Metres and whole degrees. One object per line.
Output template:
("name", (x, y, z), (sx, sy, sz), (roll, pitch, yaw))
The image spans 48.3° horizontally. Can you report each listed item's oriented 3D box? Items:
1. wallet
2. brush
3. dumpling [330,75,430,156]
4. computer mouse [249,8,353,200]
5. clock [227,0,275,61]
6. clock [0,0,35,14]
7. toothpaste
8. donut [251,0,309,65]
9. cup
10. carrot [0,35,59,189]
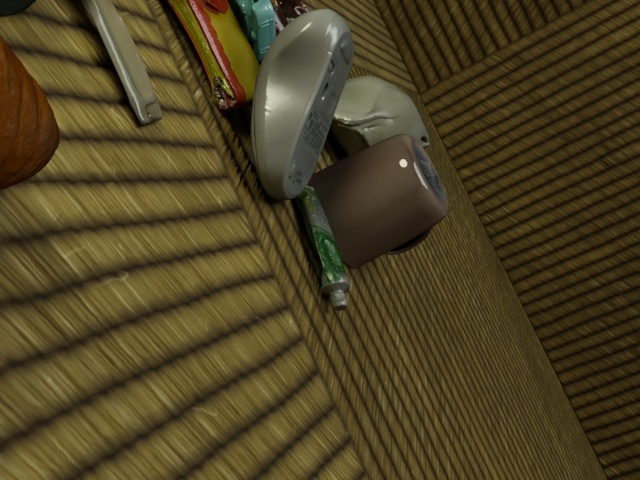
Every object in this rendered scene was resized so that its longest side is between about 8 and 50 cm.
("wallet", (-0.163, -0.321, 1.118), (0.241, 0.067, 0.141), (62, 22, -5))
("brush", (-0.275, -0.285, 0.841), (0.060, 0.050, 0.321), (-55, 124, -70))
("dumpling", (0.091, -0.283, 1.569), (0.341, 0.181, 0.260), (-20, 58, -38))
("computer mouse", (-0.046, -0.213, 1.094), (0.121, 0.297, 0.184), (22, 4, 9))
("clock", (-0.130, -0.377, 1.198), (0.147, 0.045, 0.108), (46, -30, 31))
("clock", (-0.354, -0.332, 0.696), (0.226, 0.049, 0.226), (50, 23, -31))
("toothpaste", (0.000, 0.000, 1.155), (0.078, 0.047, 0.248), (32, 34, -53))
("donut", (-0.079, -0.401, 1.367), (0.270, 0.103, 0.270), (52, 22, -32))
("cup", (0.126, -0.062, 1.308), (0.253, 0.200, 0.192), (44, 28, -44))
("carrot", (-0.270, -0.087, 0.496), (0.225, 0.159, 0.159), (35, 32, -72))
